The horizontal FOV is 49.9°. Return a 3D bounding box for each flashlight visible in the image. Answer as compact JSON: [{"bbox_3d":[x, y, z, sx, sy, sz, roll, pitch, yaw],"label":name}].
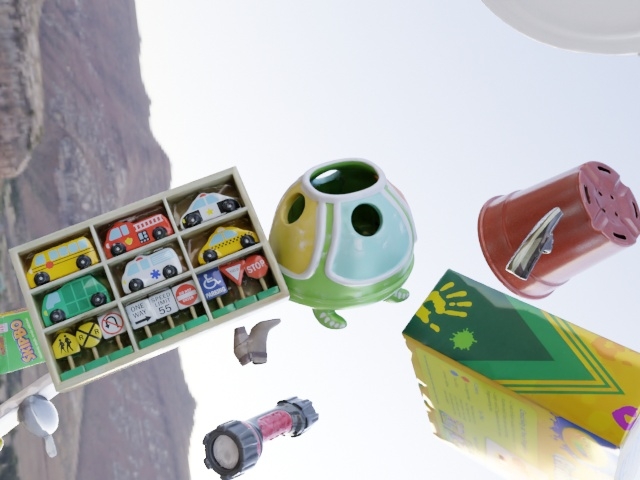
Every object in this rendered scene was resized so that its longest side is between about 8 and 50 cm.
[{"bbox_3d":[-0.103,0.374,1.345,0.103,0.304,0.103,-43,-109,23],"label":"flashlight"}]

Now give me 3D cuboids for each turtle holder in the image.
[{"bbox_3d":[0.006,-0.012,1.167,0.243,0.320,0.227,-91,180,-52],"label":"turtle holder"}]

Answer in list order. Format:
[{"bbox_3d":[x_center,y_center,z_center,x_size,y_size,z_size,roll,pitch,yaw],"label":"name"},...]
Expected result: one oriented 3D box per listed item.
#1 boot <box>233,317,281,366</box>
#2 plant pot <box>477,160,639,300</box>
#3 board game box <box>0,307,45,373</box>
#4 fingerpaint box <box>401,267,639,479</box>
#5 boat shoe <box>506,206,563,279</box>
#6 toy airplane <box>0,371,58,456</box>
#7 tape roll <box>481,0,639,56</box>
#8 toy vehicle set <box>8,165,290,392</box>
[{"bbox_3d":[-0.127,0.215,1.439,0.042,0.118,0.087,118,-45,-63],"label":"boot"},{"bbox_3d":[0.545,-0.034,1.548,0.265,0.272,0.272,-36,-118,50],"label":"plant pot"},{"bbox_3d":[-0.599,0.200,1.523,0.039,0.259,0.124,7,-77,37],"label":"board game box"},{"bbox_3d":[0.370,0.293,1.217,0.371,0.163,0.444,25,-26,34],"label":"fingerpaint box"},{"bbox_3d":[0.406,0.007,1.279,0.049,0.152,0.056,39,-2,7],"label":"boat shoe"},{"bbox_3d":[-0.655,0.403,1.231,0.272,0.386,0.384,53,12,-3],"label":"toy airplane"},{"bbox_3d":[0.251,-0.296,0.562,0.286,0.286,0.100,107,3,-53],"label":"tape roll"},{"bbox_3d":[-0.187,0.040,0.769,0.035,0.267,0.166,113,-46,-74],"label":"toy vehicle set"}]
